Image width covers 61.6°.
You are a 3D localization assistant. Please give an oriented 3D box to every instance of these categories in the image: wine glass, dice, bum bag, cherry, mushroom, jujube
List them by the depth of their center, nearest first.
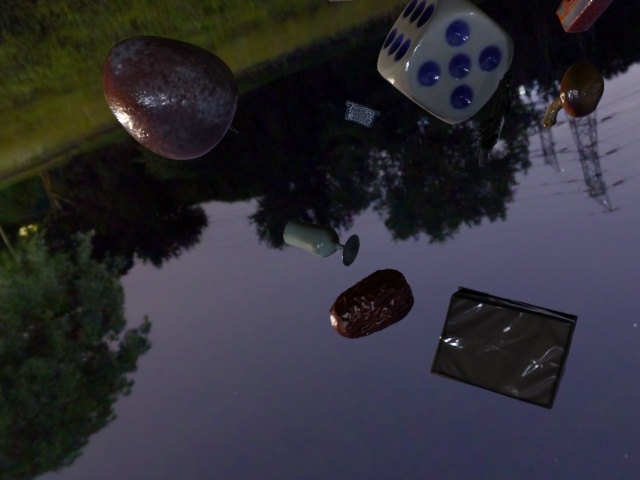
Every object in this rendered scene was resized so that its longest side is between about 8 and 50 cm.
[{"bbox_3d":[0.454,-0.248,0.959,0.088,0.073,0.130,-13,143,-33],"label":"mushroom"},{"bbox_3d":[-0.269,-0.263,1.024,0.236,0.285,0.213,-37,-135,30],"label":"cherry"},{"bbox_3d":[0.102,0.131,1.088,0.176,0.112,0.109,-29,177,2],"label":"jujube"},{"bbox_3d":[0.452,-0.312,1.392,0.060,0.248,0.123,21,170,14],"label":"bum bag"},{"bbox_3d":[0.378,-0.565,1.640,0.304,0.304,0.277,-53,-154,23],"label":"dice"},{"bbox_3d":[0.000,0.000,1.683,0.231,0.103,0.103,18,-148,30],"label":"wine glass"}]

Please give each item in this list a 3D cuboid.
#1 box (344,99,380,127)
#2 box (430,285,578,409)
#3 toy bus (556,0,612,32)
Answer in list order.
[{"bbox_3d":[0.115,-0.358,1.522,0.099,0.054,0.074,19,-167,-5],"label":"box"},{"bbox_3d":[0.376,0.212,1.110,0.252,0.188,0.153,15,-176,24],"label":"box"},{"bbox_3d":[0.515,-0.472,0.995,0.065,0.077,0.192,-12,165,-10],"label":"toy bus"}]
